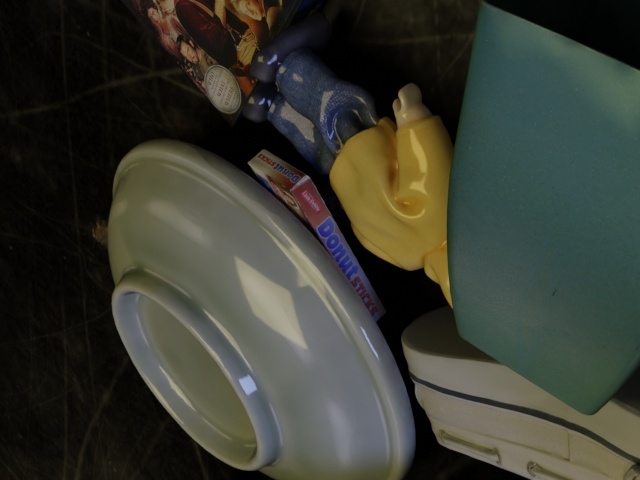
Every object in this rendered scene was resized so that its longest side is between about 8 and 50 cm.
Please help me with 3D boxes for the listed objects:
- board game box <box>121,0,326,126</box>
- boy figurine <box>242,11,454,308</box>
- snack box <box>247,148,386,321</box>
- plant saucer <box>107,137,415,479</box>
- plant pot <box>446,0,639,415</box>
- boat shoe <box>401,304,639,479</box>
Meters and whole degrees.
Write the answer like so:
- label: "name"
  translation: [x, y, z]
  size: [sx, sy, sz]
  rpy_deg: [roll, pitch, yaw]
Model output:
- label: "board game box"
  translation: [-0.068, -0.232, 0.884]
  size: [0.165, 0.042, 0.243]
  rpy_deg: [49, 139, 11]
- label: "boy figurine"
  translation: [0.063, -0.049, 0.821]
  size: [0.285, 0.092, 0.177]
  rpy_deg: [43, 153, 15]
- label: "snack box"
  translation: [0.000, 0.000, 0.910]
  size: [0.064, 0.022, 0.178]
  rpy_deg: [35, 162, 46]
- label: "plant saucer"
  translation: [-0.090, 0.101, 1.004]
  size: [0.400, 0.100, 0.401]
  rpy_deg: [36, 148, 27]
- label: "plant pot"
  translation: [0.179, -0.026, 0.661]
  size: [0.165, 0.165, 0.234]
  rpy_deg: [32, 130, 27]
- label: "boat shoe"
  translation: [0.211, 0.153, 0.773]
  size: [0.367, 0.135, 0.157]
  rpy_deg: [7, 118, 46]
